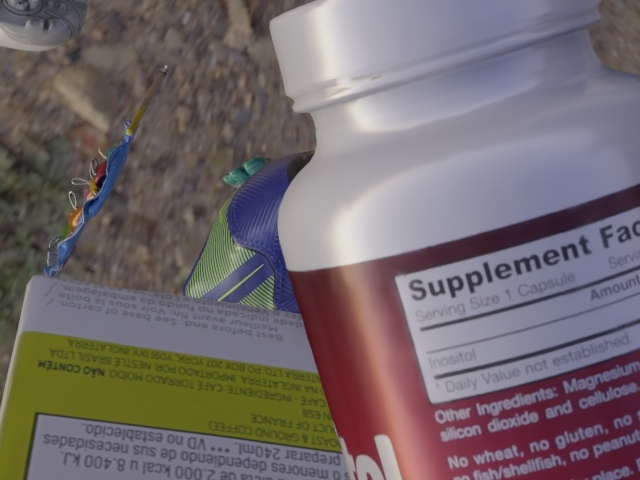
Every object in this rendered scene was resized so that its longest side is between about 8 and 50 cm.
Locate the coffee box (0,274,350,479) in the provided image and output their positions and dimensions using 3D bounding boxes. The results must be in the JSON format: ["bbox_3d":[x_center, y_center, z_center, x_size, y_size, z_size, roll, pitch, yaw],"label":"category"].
[{"bbox_3d":[0.040,0.252,0.553,0.338,0.334,0.338,9,117,-8],"label":"coffee box"}]

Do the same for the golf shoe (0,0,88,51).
[{"bbox_3d":[-0.183,-0.111,0.874,0.176,0.069,0.086,22,131,22],"label":"golf shoe"}]

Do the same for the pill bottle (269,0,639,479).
[{"bbox_3d":[0.041,0.020,0.376,0.086,0.086,0.152,-16,94,5],"label":"pill bottle"}]

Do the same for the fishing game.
[{"bbox_3d":[-0.231,-0.045,1.841,0.041,0.189,0.264,29,127,-6],"label":"fishing game"}]

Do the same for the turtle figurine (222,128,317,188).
[{"bbox_3d":[0.025,0.029,1.482,0.175,0.118,0.234,-25,86,-20],"label":"turtle figurine"}]

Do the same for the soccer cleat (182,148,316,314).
[{"bbox_3d":[-0.001,-0.001,1.021,0.121,0.289,0.093,-36,85,13],"label":"soccer cleat"}]
